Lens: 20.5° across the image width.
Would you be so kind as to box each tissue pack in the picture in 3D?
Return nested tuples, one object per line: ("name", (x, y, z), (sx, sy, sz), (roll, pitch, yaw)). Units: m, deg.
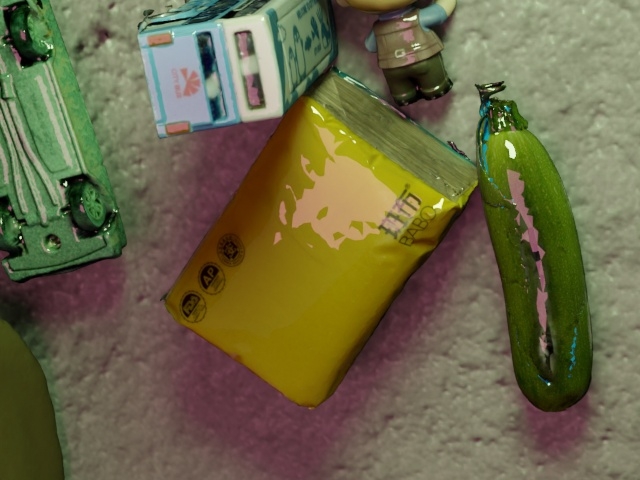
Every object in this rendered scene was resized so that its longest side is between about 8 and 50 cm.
("tissue pack", (0.000, 0.000, 1.696), (0.192, 0.134, 0.271), (35, 114, 4))

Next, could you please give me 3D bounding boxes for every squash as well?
("squash", (0.200, 0.006, 1.663), (0.087, 0.087, 0.331), (-9, 103, 20))

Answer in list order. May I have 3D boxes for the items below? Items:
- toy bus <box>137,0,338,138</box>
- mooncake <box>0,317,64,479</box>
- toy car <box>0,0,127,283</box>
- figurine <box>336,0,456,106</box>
("toy bus", (-0.072, -0.172, 1.580), (0.131, 0.297, 0.106), (-7, 105, 13))
("mooncake", (-0.428, 0.258, 1.795), (0.201, 0.378, 0.378), (1, 107, 23))
("toy car", (-0.293, -0.123, 1.770), (0.141, 0.097, 0.320), (-14, 101, 21))
("figurine", (0.071, -0.222, 1.634), (0.114, 0.108, 0.196), (-8, 122, 30))
